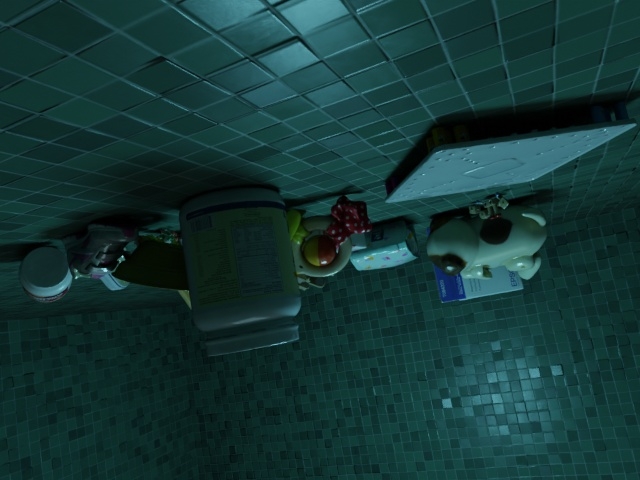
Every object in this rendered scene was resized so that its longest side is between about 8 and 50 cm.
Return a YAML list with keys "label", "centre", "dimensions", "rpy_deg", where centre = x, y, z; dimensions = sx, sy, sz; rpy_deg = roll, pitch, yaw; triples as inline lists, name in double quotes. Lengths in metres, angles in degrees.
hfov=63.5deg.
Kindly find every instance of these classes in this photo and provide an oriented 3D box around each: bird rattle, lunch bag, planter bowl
- label: "bird rattle"
  centre: [0.005, -0.008, 1.314]
  dimensions: [0.253, 0.207, 0.143]
  rpy_deg: [-6, -156, -6]
- label: "lunch bag"
  centre: [0.235, 0.022, 1.903]
  dimensions: [0.223, 0.160, 0.262]
  rpy_deg: [-12, 177, 20]
- label: "planter bowl"
  centre: [-0.364, 0.051, 1.201]
  dimensions: [0.217, 0.091, 0.217]
  rpy_deg: [11, 180, 0]

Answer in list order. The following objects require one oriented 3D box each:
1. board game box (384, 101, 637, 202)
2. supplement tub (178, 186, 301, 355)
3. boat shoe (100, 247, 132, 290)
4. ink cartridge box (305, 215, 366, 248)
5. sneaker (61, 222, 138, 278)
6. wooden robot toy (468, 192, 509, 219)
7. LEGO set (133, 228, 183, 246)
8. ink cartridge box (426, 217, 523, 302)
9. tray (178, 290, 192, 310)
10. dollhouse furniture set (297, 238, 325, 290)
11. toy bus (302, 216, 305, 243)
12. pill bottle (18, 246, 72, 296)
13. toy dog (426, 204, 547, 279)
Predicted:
- label: "board game box"
  centre: [0.361, -0.173, 1.094]
  dimensions: [0.389, 0.051, 0.390]
  rpy_deg: [-10, 172, -8]
- label: "supplement tub"
  centre: [-0.170, 0.069, 1.121]
  dimensions: [0.235, 0.325, 0.235]
  rpy_deg: [-10, 172, -1]
- label: "boat shoe"
  centre: [-0.562, 0.073, 1.445]
  dimensions: [0.094, 0.109, 0.302]
  rpy_deg: [-11, 169, -9]
- label: "ink cartridge box"
  centre: [0.000, 0.000, 1.647]
  dimensions: [0.237, 0.100, 0.172]
  rpy_deg: [-16, 169, 31]
- label: "sneaker"
  centre: [-0.494, 0.026, 1.177]
  dimensions: [0.252, 0.111, 0.102]
  rpy_deg: [-18, 169, 40]
- label: "wooden robot toy"
  centre: [0.579, -0.115, 1.713]
  dimensions: [0.078, 0.076, 0.173]
  rpy_deg: [-18, 177, -27]
- label: "LEGO set"
  centre: [-0.342, 0.018, 1.362]
  dimensions: [0.107, 0.132, 0.287]
  rpy_deg: [-31, 135, 21]
- label: "ink cartridge box"
  centre: [0.633, 0.071, 2.131]
  dimensions: [0.329, 0.325, 0.071]
  rpy_deg: [-11, 171, 1]
- label: "tray"
  centre: [-0.353, 0.152, 1.720]
  dimensions: [0.202, 0.076, 0.411]
  rpy_deg: [-9, 146, 1]
- label: "dollhouse furniture set"
  centre: [-0.006, 0.076, 1.453]
  dimensions: [0.123, 0.144, 0.151]
  rpy_deg: [22, 159, -8]
- label: "toy bus"
  centre: [-0.136, 0.044, 1.409]
  dimensions: [0.220, 0.212, 0.149]
  rpy_deg: [-11, 170, -5]
- label: "pill bottle"
  centre: [-0.694, 0.086, 1.311]
  dimensions: [0.121, 0.121, 0.221]
  rpy_deg: [-6, 171, -28]
- label: "toy dog"
  centre: [0.596, 0.018, 1.910]
  dimensions: [0.407, 0.285, 0.395]
  rpy_deg: [-8, 169, -4]
